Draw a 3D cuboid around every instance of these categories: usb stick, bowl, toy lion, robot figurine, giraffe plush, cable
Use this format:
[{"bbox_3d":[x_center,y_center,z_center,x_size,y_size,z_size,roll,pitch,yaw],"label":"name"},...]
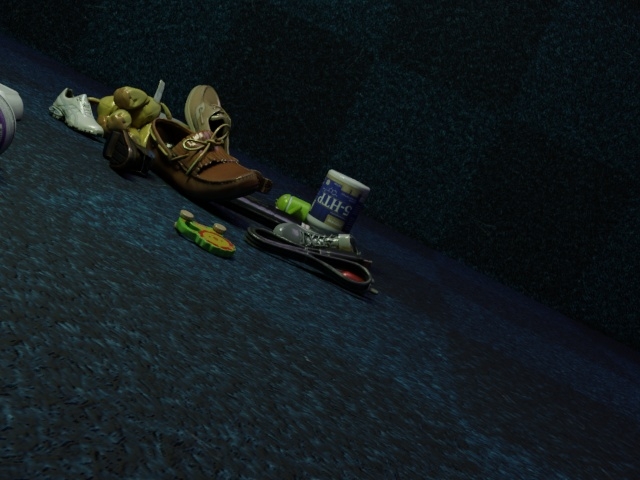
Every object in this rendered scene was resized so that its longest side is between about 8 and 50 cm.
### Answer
[{"bbox_3d":[-0.172,-0.082,1.841,0.278,0.045,0.077,26,15,-7],"label":"usb stick"},{"bbox_3d":[-0.673,-0.295,1.558,0.142,0.053,0.142,27,8,-7],"label":"bowl"},{"bbox_3d":[-0.190,-0.005,1.286,0.100,0.034,0.096,23,15,-22],"label":"toy lion"},{"bbox_3d":[-0.071,-0.083,2.108,0.115,0.067,0.101,25,13,-8],"label":"robot figurine"},{"bbox_3d":[-0.500,-0.316,1.946,0.170,0.210,0.181,4,-37,28],"label":"giraffe plush"},{"bbox_3d":[-0.013,0.051,1.521,0.287,0.072,0.139,11,29,-17],"label":"cable"}]

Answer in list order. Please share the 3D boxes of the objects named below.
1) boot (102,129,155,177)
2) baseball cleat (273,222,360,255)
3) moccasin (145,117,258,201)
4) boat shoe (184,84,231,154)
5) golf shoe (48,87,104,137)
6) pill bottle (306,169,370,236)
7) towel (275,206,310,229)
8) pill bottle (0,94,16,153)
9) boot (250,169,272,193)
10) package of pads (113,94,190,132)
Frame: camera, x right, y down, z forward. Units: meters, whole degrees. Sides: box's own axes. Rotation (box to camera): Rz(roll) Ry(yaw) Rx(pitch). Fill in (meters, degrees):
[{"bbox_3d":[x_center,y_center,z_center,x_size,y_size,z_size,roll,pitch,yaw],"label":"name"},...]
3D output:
[{"bbox_3d":[-0.387,-0.180,1.631,0.106,0.082,0.219,20,7,-27],"label":"boot"},{"bbox_3d":[0.000,0.000,1.616,0.109,0.072,0.206,-21,-29,39],"label":"baseball cleat"},{"bbox_3d":[-0.268,-0.189,1.719,0.139,0.147,0.380,-14,30,-30],"label":"moccasin"},{"bbox_3d":[-0.294,-0.312,2.125,0.122,0.110,0.341,36,35,-43],"label":"boat shoe"},{"bbox_3d":[-0.582,-0.311,1.868,0.176,0.086,0.069,31,7,24],"label":"golf shoe"},{"bbox_3d":[0.031,-0.066,1.862,0.112,0.186,0.112,26,7,-3],"label":"pill bottle"},{"bbox_3d":[-0.032,-0.024,1.983,0.197,0.029,0.144,24,8,-15],"label":"towel"},{"bbox_3d":[-0.469,-0.153,1.027,0.108,0.108,0.193,24,7,-14],"label":"pill bottle"},{"bbox_3d":[-0.222,-0.195,2.457,0.085,0.059,0.158,26,-2,22],"label":"boot"},{"bbox_3d":[-0.448,-0.297,2.192,0.229,0.101,0.296,32,8,32],"label":"package of pads"}]
